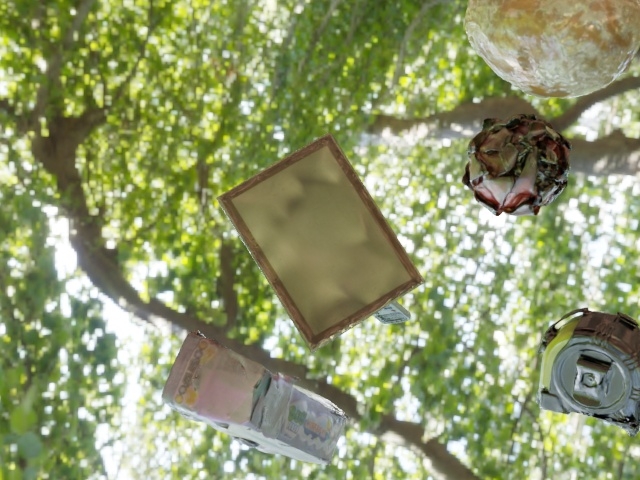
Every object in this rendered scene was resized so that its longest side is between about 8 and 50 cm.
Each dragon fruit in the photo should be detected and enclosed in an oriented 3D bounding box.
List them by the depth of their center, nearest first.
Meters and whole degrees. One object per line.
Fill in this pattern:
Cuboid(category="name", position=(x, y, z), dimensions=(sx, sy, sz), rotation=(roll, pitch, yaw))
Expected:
Cuboid(category="dragon fruit", position=(0.319, -0.121, 1.395), dimensions=(0.182, 0.182, 0.188), rotation=(15, -174, 32))

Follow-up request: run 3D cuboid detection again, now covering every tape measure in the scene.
Cuboid(category="tape measure", position=(0.447, 0.209, 1.409), dimensions=(0.199, 0.186, 0.112), rotation=(12, -154, 27))

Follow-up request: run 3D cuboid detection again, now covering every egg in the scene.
Cuboid(category="egg", position=(0.322, -0.298, 1.188), dimensions=(0.245, 0.203, 0.203), rotation=(12, -164, 4))

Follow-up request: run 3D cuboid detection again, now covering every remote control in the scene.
Cuboid(category="remote control", position=(0.088, 0.094, 1.277), dimensions=(0.053, 0.018, 0.124), rotation=(-12, 148, 27))

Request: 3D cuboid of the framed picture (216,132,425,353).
Cuboid(category="framed picture", position=(0.000, 0.000, 1.077), dimensions=(0.173, 0.231, 0.010), rotation=(-30, 172, -7))

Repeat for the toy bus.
Cuboid(category="toy bus", position=(-0.075, 0.218, 1.130), dimensions=(0.138, 0.112, 0.317), rotation=(15, 166, 27))
